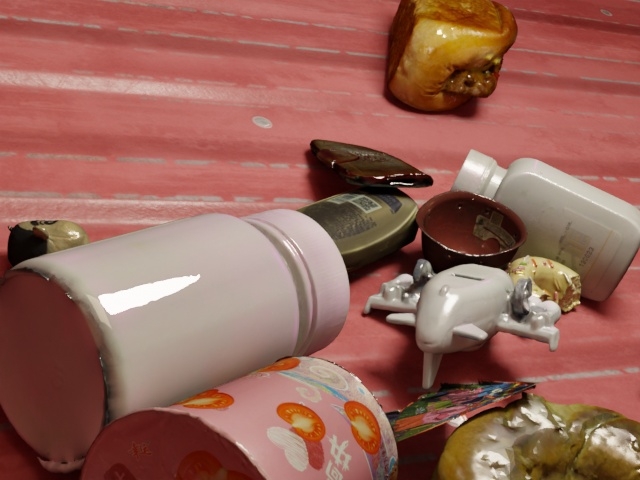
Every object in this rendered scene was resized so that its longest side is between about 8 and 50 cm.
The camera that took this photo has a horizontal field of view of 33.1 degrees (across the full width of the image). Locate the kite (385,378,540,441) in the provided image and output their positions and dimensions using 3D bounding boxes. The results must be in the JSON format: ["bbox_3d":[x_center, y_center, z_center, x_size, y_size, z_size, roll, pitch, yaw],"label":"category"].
[{"bbox_3d":[0.141,0.194,1.225,0.321,0.233,0.016,-21,94,-64],"label":"kite"}]

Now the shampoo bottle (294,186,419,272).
[{"bbox_3d":[0.000,0.000,1.500,0.125,0.084,0.350,32,33,28],"label":"shampoo bottle"}]

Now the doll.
[{"bbox_3d":[-0.299,0.026,1.288,0.179,0.102,0.089,28,72,7],"label":"doll"}]

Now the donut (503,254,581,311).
[{"bbox_3d":[0.318,0.068,1.610,0.166,0.065,0.108,-18,50,-45],"label":"donut"}]

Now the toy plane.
[{"bbox_3d":[0.186,0.098,1.423,0.266,0.123,0.267,3,16,-1],"label":"toy plane"}]

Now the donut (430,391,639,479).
[{"bbox_3d":[0.281,0.326,1.133,0.360,0.170,0.360,12,34,-8],"label":"donut"}]

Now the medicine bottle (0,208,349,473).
[{"bbox_3d":[-0.153,0.086,1.162,0.213,0.214,0.378,40,35,25],"label":"medicine bottle"}]

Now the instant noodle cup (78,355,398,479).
[{"bbox_3d":[-0.059,0.234,1.008,0.243,0.243,0.231,36,29,20],"label":"instant noodle cup"}]

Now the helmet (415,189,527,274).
[{"bbox_3d":[0.210,0.013,1.586,0.175,0.106,0.155,-20,46,-42],"label":"helmet"}]

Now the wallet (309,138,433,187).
[{"bbox_3d":[0.069,-0.119,1.677,0.137,0.031,0.255,5,13,-18],"label":"wallet"}]

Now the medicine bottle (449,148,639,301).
[{"bbox_3d":[0.345,-0.033,1.684,0.296,0.161,0.111,25,32,6],"label":"medicine bottle"}]

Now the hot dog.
[{"bbox_3d":[0.261,-0.394,2.125,0.223,0.185,0.405,17,33,-6],"label":"hot dog"}]
